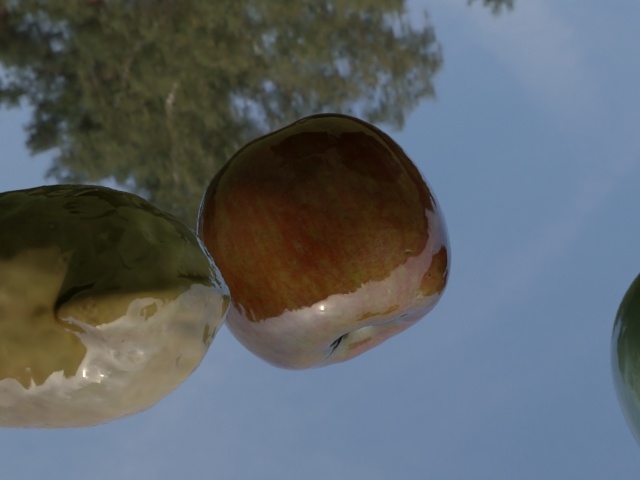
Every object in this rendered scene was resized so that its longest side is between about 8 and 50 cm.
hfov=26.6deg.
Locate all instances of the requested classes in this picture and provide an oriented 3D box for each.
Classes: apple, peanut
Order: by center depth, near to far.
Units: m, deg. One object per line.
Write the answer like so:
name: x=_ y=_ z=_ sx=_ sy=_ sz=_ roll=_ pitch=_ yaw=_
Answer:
peanut: x=-0.128 y=0.025 z=0.479 sx=0.214 sy=0.099 sz=0.099 roll=-10 pitch=-145 yaw=33
apple: x=0.000 y=0.000 z=1.026 sx=0.188 sy=0.188 sz=0.174 roll=-25 pitch=-106 yaw=-12

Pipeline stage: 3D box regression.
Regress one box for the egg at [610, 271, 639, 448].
egg: x=0.424 y=0.135 z=1.227 sx=0.276 sy=0.276 sz=0.389 roll=-25 pitch=-146 yaw=-13
